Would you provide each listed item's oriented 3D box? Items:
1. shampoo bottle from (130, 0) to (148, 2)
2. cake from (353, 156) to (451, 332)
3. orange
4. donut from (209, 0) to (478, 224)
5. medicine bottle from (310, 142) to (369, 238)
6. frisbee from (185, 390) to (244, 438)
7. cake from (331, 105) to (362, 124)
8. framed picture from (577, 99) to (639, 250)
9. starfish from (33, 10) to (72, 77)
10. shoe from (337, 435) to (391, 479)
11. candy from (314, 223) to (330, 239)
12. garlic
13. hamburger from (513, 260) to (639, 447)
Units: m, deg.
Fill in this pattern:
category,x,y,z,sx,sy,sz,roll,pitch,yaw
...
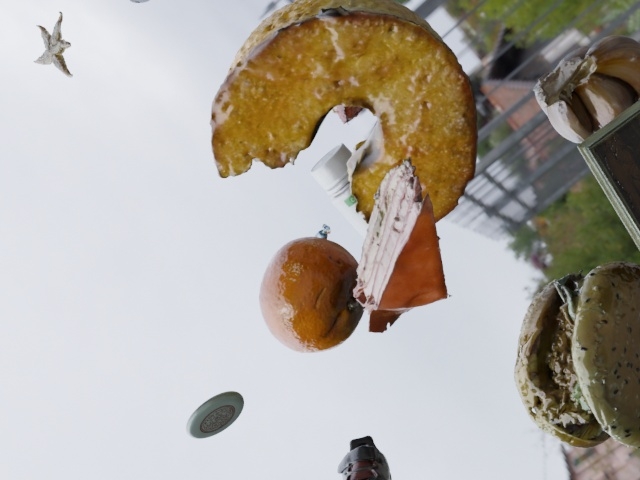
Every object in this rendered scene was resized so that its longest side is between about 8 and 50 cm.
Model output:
category,x,y,z,sx,sy,sz,roll,pitch,yaw
shampoo bottle,-0.355,-0.564,1.741,0.087,0.049,0.233,-5,-99,-27
cake,0.129,0.007,1.323,0.135,0.287,0.098,-3,-139,-12
orange,-0.011,0.103,1.709,0.170,0.224,0.224,7,173,30
donut,0.057,-0.215,1.471,0.435,0.377,0.163,25,-145,-21
medicine bottle,0.093,-0.127,2.370,0.237,0.139,0.139,48,-164,-11
frisbee,-0.174,0.293,1.544,0.014,0.110,0.110,49,-167,31
cake,0.017,-0.274,1.654,0.086,0.116,0.220,26,-166,21
framed picture,0.534,-0.094,1.437,0.252,0.197,0.014,57,165,-7
starfish,-0.330,-0.234,1.145,0.016,0.086,0.092,-15,-111,-45
shoe,0.068,0.376,1.458,0.227,0.099,0.112,43,-146,-82
candy,0.001,0.000,1.984,0.020,0.083,0.030,-13,-130,-43
garlic,0.516,-0.298,1.761,0.191,0.214,0.160,33,-163,-35
hamburger,0.474,0.202,1.581,0.277,0.195,0.317,-6,-96,-44
